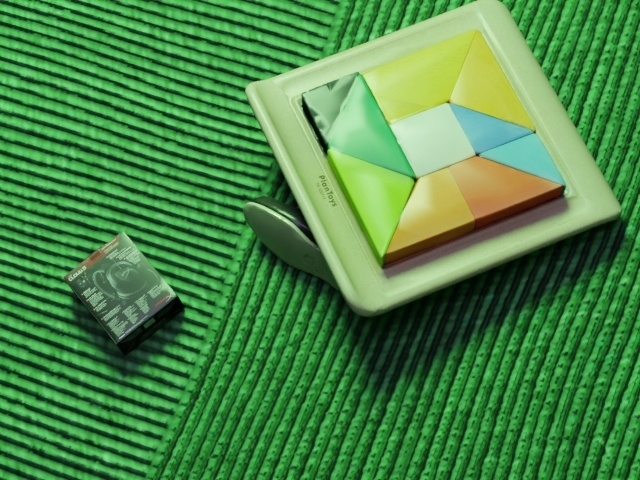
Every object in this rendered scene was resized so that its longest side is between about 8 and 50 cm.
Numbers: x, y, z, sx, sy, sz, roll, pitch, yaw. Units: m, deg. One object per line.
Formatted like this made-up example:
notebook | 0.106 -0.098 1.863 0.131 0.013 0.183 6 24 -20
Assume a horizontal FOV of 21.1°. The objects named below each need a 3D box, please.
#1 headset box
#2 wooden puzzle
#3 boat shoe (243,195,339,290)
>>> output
headset box | -0.158 0.039 1.364 0.062 0.032 0.083 -39 68 -9
wooden puzzle | 0.088 -0.075 1.342 0.239 0.044 0.221 -20 66 -14
boat shoe | 0.000 0.001 1.351 0.133 0.049 0.042 29 57 17
